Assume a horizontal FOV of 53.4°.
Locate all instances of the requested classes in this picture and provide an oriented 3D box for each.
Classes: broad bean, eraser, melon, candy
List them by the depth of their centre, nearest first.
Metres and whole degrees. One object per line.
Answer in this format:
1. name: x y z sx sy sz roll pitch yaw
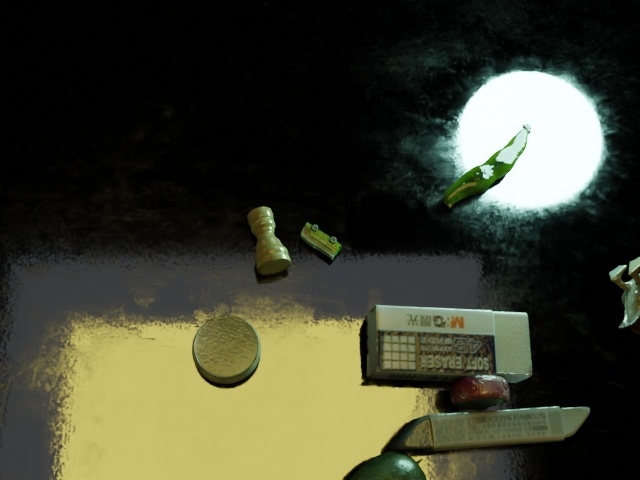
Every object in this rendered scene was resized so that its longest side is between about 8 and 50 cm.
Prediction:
1. melon: 0.105 0.411 1.035 0.167 0.114 0.114 -38 77 -17
2. eraser: 0.294 0.328 1.107 0.351 0.089 0.061 -1 71 -8
3. candy: 0.280 0.268 1.122 0.103 0.103 0.043 0 63 -7
4. eraser: 0.230 0.189 1.158 0.286 0.086 0.131 4 69 -6
5. broad bean: 0.368 -0.156 1.343 0.297 0.043 0.060 -38 66 -21

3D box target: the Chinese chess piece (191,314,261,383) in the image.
1. Chinese chess piece: -0.166 0.192 1.125 0.122 0.051 0.122 2 66 -5

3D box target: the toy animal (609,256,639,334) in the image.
1. toy animal: 0.646 0.130 1.244 0.179 0.089 0.188 43 63 -6

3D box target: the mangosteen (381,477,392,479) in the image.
1. mangosteen: 0.187 0.498 0.857 0.296 0.297 0.314 13 85 -2

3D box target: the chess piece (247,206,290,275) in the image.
1. chess piece: -0.104 -0.001 1.209 0.066 0.066 0.122 -14 65 -13

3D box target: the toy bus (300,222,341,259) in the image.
1. toy bus: 0.000 0.000 1.237 0.083 0.031 0.037 33 77 7
